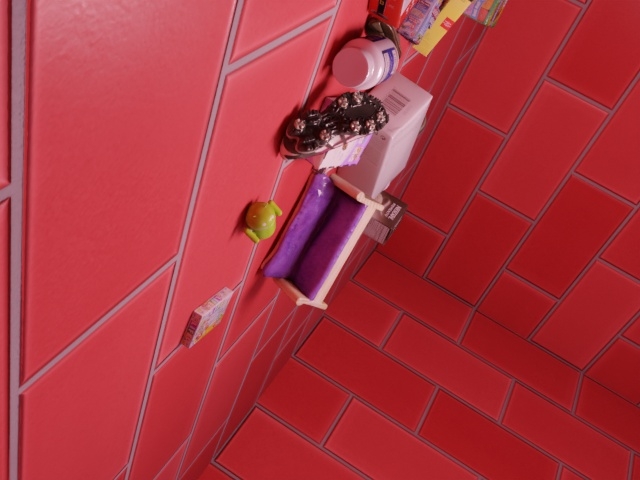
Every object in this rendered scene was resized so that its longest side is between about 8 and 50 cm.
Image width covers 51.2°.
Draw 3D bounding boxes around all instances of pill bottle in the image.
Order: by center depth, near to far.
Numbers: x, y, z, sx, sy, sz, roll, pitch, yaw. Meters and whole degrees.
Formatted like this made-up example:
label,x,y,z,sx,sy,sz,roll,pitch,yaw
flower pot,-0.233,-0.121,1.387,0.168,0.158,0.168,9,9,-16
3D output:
label,x,y,z,sx,sy,sz,roll,pitch,yaw
pill bottle,0.098,-0.396,1.491,0.112,0.112,0.186,-64,169,28

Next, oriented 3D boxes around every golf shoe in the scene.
label,x,y,z,sx,sy,sz,roll,pitch,yaw
golf shoe,0.027,-0.252,1.485,0.273,0.105,0.120,-21,174,-28

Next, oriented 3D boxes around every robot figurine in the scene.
label,x,y,z,sx,sy,sz,roll,pitch,yaw
robot figurine,-0.135,-0.045,1.513,0.101,0.067,0.115,-49,168,-20

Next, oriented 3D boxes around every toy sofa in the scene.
label,x,y,z,sx,sy,sz,roll,pitch,yaw
toy sofa,0.000,0.000,1.878,0.177,0.150,0.362,21,103,-42

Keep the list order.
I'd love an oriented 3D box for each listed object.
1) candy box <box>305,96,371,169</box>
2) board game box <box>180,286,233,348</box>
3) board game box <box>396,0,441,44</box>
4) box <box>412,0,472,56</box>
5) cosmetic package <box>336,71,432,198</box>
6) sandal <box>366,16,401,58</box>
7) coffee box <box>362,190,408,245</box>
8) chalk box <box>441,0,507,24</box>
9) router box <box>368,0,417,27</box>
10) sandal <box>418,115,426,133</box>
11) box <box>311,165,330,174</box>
label,x,y,z,sx,sy,sz,roll,pitch,yaw
candy box,0.055,-0.269,1.671,0.196,0.070,0.165,-16,139,-57
board game box,-0.276,0.187,1.632,0.103,0.026,0.154,-64,169,26
board game box,0.302,-0.656,1.895,0.194,0.060,0.194,-61,170,16
box,0.371,-0.668,2.006,0.232,0.058,0.087,-46,-164,43
cosmetic package,0.184,-0.303,2.048,0.217,0.156,0.385,-46,167,-26
sandal,0.152,-0.495,1.623,0.219,0.090,0.060,47,53,-73
coffee box,0.148,-0.112,2.222,0.141,0.246,0.098,-52,168,-39
chalk box,0.494,-0.793,2.101,0.180,0.179,0.289,-64,169,24
router box,0.229,-0.670,1.404,0.335,0.082,0.301,-56,170,-17
sandal,0.311,-0.435,2.482,0.303,0.120,0.086,-50,155,-42
box,0.050,-0.285,1.817,0.207,0.036,0.114,-64,169,29
